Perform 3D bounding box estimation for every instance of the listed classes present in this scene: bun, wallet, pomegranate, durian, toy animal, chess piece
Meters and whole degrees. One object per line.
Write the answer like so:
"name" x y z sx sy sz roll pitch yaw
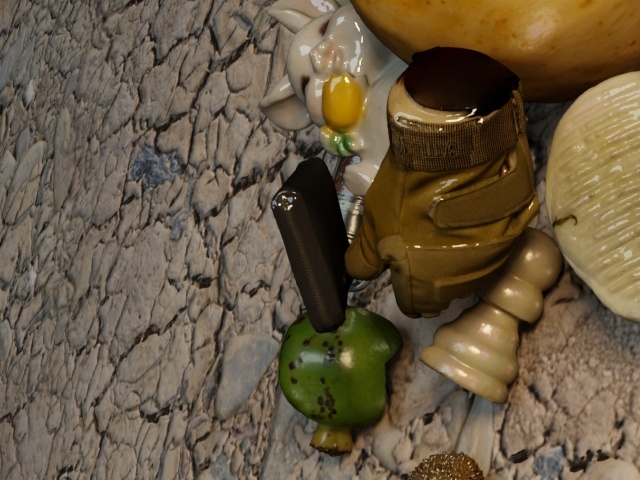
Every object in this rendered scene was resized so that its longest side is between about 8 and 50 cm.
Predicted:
"bun" 0.303 -0.037 1.107 0.210 0.116 0.237 -39 64 33
"wallet" 0.000 0.000 1.299 0.250 0.044 0.149 -61 -46 -80
"pomegranate" 0.009 0.149 1.449 0.143 0.122 0.169 24 89 46
"durian" 0.122 0.241 1.275 0.080 0.080 0.091 -30 7 47
"pomegranate" 0.209 -0.317 1.198 0.410 0.410 0.410 -35 44 43
"toy animal" 0.050 -0.161 1.428 0.325 0.154 0.208 27 114 53
"chess piece" 0.173 0.065 1.280 0.094 0.094 0.170 29 94 59

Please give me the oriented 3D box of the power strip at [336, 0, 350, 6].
"power strip" 0.078 -0.293 1.595 0.224 0.140 0.139 -62 33 11

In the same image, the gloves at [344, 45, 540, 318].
"gloves" 0.114 -0.026 1.201 0.141 0.154 0.331 44 154 30

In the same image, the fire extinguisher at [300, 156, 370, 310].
"fire extinguisher" 0.051 -0.050 1.534 0.118 0.093 0.294 14 83 39
